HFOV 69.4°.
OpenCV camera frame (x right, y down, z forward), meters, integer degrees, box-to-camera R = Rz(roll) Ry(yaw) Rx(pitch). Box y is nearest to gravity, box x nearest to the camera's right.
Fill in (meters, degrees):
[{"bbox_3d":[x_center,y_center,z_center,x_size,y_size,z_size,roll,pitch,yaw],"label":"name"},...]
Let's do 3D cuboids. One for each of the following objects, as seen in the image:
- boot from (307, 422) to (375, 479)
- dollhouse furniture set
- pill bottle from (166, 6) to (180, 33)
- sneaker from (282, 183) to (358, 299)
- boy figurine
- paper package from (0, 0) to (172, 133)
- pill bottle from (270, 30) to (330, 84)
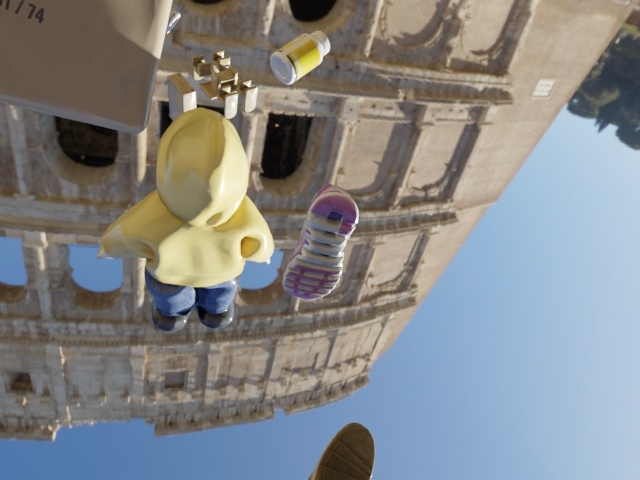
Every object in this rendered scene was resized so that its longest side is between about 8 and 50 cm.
[{"bbox_3d":[-0.008,0.375,0.670,0.077,0.165,0.213,34,-129,-1],"label":"boot"},{"bbox_3d":[-0.359,-0.467,1.500,0.242,0.161,0.212,-28,-114,-30],"label":"dollhouse furniture set"},{"bbox_3d":[-0.508,-0.711,1.416,0.137,0.078,0.078,39,-152,-20],"label":"pill bottle"},{"bbox_3d":[0.000,0.000,0.817,0.095,0.237,0.105,15,-147,-11],"label":"sneaker"},{"bbox_3d":[-0.133,-0.004,0.470,0.177,0.285,0.092,-1,-128,-16],"label":"boy figurine"},{"bbox_3d":[-0.364,-0.333,0.592,0.324,0.310,0.168,11,-154,-25],"label":"paper package"},{"bbox_3d":[-0.058,-0.568,1.420,0.103,0.103,0.184,35,-116,27],"label":"pill bottle"}]
